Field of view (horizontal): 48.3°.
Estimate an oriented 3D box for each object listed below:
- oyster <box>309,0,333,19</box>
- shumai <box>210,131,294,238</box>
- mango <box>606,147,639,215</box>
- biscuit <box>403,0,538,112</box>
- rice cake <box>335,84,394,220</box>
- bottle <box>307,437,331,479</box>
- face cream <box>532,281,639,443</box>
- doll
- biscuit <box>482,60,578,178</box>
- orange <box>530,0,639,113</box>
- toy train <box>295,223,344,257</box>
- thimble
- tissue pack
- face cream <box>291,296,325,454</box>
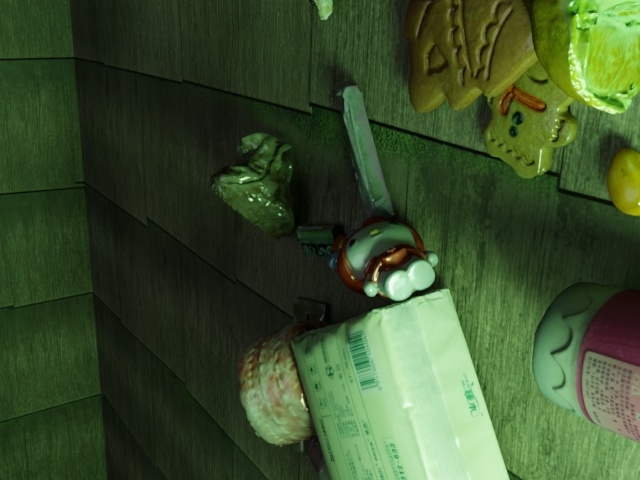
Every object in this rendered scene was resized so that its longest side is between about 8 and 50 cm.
[{"bbox_3d":[-0.002,-0.511,1.346,0.163,0.081,0.190,-131,37,-79],"label":"oyster"},{"bbox_3d":[-0.111,-0.128,1.565,0.185,0.218,0.184,-51,16,3],"label":"shumai"},{"bbox_3d":[0.390,-0.075,0.896,0.060,0.046,0.089,-21,69,54],"label":"mango"},{"bbox_3d":[0.217,-0.312,1.055,0.306,0.043,0.283,37,125,54],"label":"biscuit"},{"bbox_3d":[0.082,-0.164,1.331,0.055,0.049,0.269,136,120,-77],"label":"rice cake"},{"bbox_3d":[0.065,0.496,1.485,0.253,0.121,0.120,45,134,43],"label":"bottle"},{"bbox_3d":[0.381,0.149,0.851,0.195,0.175,0.175,14,110,54],"label":"face cream"},{"bbox_3d":[0.104,0.031,1.253,0.129,0.161,0.290,64,173,-20],"label":"doll"},{"bbox_3d":[0.300,-0.203,1.003,0.166,0.036,0.225,49,136,39],"label":"biscuit"},{"bbox_3d":[0.328,-0.276,0.805,0.158,0.179,0.237,45,135,37],"label":"orange"},{"bbox_3d":[0.000,0.000,1.511,0.148,0.038,0.070,2,101,55],"label":"toy train"},{"bbox_3d":[-0.039,0.283,1.439,0.162,0.239,0.239,-25,77,31],"label":"thimble"},{"bbox_3d":[0.130,0.303,1.244,0.297,0.207,0.380,-26,78,52],"label":"tissue pack"},{"bbox_3d":[-0.026,0.304,1.611,0.137,0.084,0.341,6,97,59],"label":"face cream"}]
